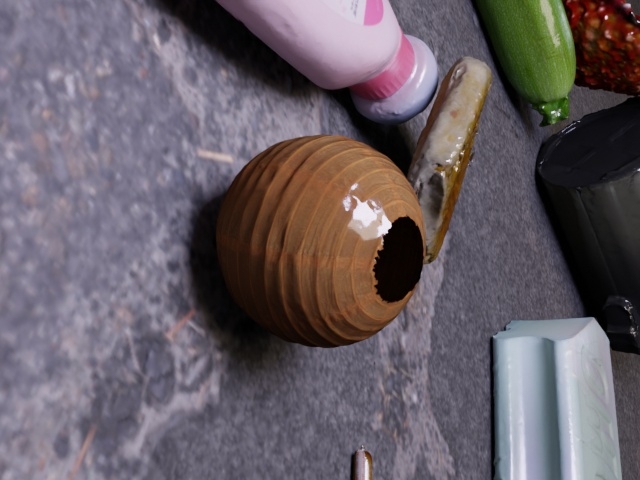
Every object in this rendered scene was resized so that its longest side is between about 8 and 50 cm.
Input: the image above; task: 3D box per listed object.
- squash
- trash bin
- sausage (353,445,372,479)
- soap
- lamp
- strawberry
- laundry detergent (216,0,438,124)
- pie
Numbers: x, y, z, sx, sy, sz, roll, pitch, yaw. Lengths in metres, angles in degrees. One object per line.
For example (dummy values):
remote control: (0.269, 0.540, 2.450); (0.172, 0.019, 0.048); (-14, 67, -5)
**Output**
squash: (0.252, -0.333, 1.132); (0.107, 0.107, 0.394); (-49, 122, -55)
trash bin: (0.454, -0.021, 1.255); (0.252, 0.203, 0.301); (-45, 120, -29)
sausage: (0.030, 0.199, 0.631); (0.015, 0.015, 0.100); (36, 49, -49)
soap: (0.258, 0.214, 0.932); (0.173, 0.095, 0.289); (42, 44, -46)
lamp: (0.000, 0.000, 0.547); (0.136, 0.136, 0.136); (30, 53, -52)
strawberry: (0.369, -0.289, 1.223); (0.233, 0.138, 0.306); (42, 18, -33)
laundry detergent: (-0.014, -0.190, 0.642); (0.335, 0.088, 0.158); (32, 41, -53)
pie: (0.107, -0.064, 0.769); (0.195, 0.046, 0.195); (19, 90, -81)
